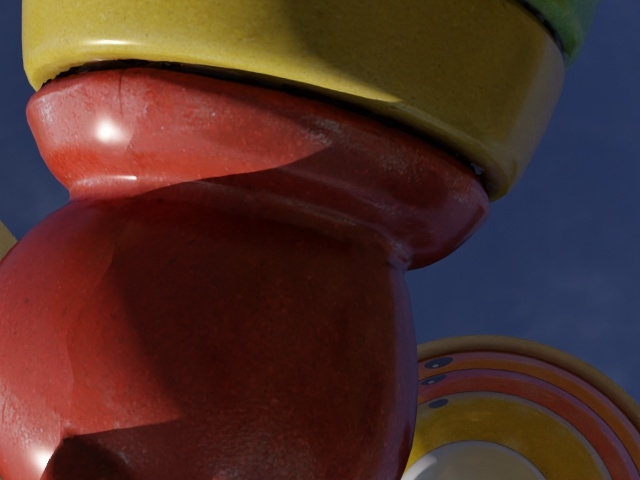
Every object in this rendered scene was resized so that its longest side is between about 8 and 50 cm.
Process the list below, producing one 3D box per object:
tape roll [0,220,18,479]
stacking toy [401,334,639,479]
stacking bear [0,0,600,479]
[{"bbox_3d":[-0.202,0.097,0.697,0.169,0.246,0.246,-30,-91,-35],"label":"tape roll"},{"bbox_3d":[0.125,0.213,1.415,0.350,0.480,0.351,-1,-102,4],"label":"stacking toy"},{"bbox_3d":[-0.012,-0.054,0.489,0.175,0.164,0.289,32,-112,-61],"label":"stacking bear"}]
